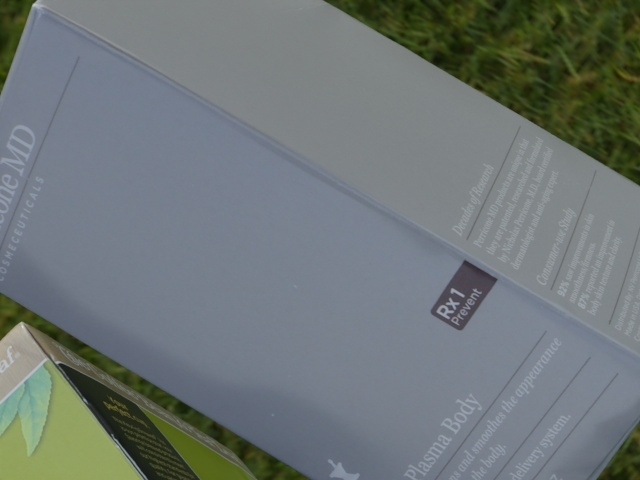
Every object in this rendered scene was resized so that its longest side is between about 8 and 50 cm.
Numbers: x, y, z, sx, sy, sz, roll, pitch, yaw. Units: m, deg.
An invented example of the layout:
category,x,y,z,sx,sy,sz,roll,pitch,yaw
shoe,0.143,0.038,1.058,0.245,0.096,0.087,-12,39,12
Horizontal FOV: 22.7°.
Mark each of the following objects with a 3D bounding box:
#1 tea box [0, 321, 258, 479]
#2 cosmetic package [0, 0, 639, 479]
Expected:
category,x,y,z,sx,sy,sz,roll,pitch,yaw
tea box,-0.103,0.272,1.016,0.220,0.329,0.323,-43,59,1
cosmetic package,0.000,0.000,0.567,0.238,0.107,0.127,28,128,0
